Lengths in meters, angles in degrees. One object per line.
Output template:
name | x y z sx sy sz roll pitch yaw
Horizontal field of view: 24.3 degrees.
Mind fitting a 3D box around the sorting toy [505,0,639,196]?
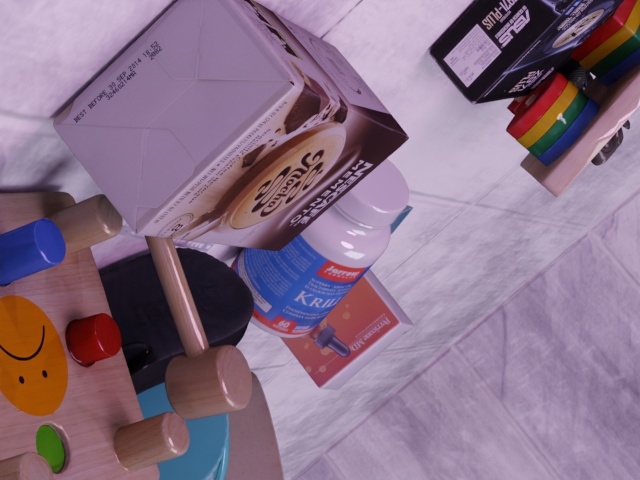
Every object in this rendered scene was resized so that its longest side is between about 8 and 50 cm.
sorting toy | 0.309 -0.186 1.695 0.257 0.089 0.255 -49 -176 7

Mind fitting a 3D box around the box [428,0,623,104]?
box | 0.224 -0.232 1.548 0.180 0.077 0.147 -46 165 29

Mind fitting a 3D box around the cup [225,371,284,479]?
cup | -0.182 0.365 2.055 0.237 0.331 0.331 -9 159 -10

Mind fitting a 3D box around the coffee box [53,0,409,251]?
coffee box | -0.060 -0.091 1.214 0.168 0.119 0.297 -42 165 13

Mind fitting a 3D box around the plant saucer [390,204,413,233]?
plant saucer | 0.042 -0.002 1.955 0.192 0.018 0.067 -26 162 -42

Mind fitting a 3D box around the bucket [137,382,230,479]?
bucket | -0.227 0.217 1.485 0.281 0.281 0.183 -27 154 -38

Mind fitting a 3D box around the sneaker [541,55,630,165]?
sneaker | 0.339 -0.175 1.912 0.087 0.130 0.227 -40 163 4

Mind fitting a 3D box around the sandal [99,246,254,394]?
sandal | -0.232 0.091 1.334 0.446 0.168 0.107 -32 151 -46

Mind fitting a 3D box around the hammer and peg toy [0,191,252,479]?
hammer and peg toy | -0.209 0.079 1.160 0.127 0.265 0.361 -21 175 25

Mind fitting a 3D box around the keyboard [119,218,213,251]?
keyboard | -0.135 -0.024 1.459 0.072 0.014 0.256 -40 166 10

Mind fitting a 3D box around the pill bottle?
pill bottle | 0.000 0.000 1.639 0.124 0.124 0.221 -22 159 -47

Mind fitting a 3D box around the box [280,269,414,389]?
box | 0.007 0.076 1.799 0.130 0.170 0.091 -40 166 7
